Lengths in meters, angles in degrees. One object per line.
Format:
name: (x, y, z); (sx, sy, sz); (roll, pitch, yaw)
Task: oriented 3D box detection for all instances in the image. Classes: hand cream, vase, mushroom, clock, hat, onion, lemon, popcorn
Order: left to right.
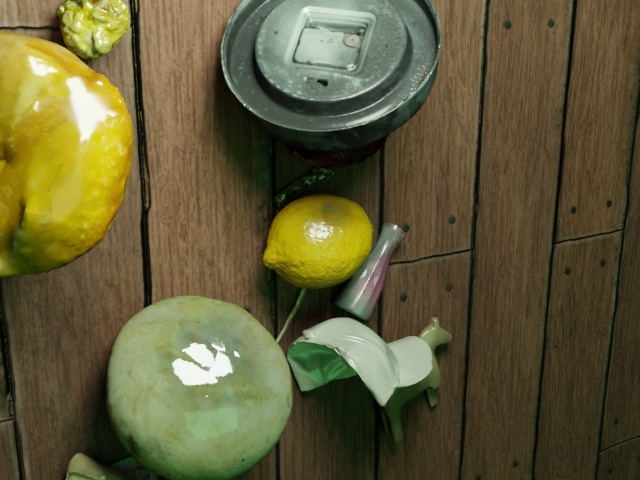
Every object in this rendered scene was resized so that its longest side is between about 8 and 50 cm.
popcorn: (-0.368, -0.355, 1.339); (0.106, 0.116, 0.121); (44, 79, -15)
hand cream: (-0.362, 0.559, 1.671); (0.079, 0.050, 0.275); (-28, 115, -51)
mushroom: (-0.225, 0.270, 1.512); (0.352, 0.260, 0.352); (11, 60, -19)
mushroom: (-0.050, 0.129, 1.744); (0.026, 0.028, 0.286); (32, 85, 8)
lemon: (0.000, 0.000, 1.634); (0.256, 0.188, 0.188); (-20, 114, -29)
clock: (0.020, -0.327, 1.447); (0.386, 0.386, 0.076); (-42, 154, -14)
onion: (0.044, -0.249, 1.564); (0.252, 0.219, 0.252); (-13, 119, -24)
hat: (0.099, 0.231, 1.757); (0.301, 0.257, 0.168); (-14, 99, -40)
vase: (0.113, 0.065, 1.791); (0.086, 0.086, 0.214); (34, 81, -34)

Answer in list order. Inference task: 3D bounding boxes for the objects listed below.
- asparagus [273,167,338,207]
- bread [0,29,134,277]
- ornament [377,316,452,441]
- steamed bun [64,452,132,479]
asparagus: (-0.023, -0.118, 1.676); (0.165, 0.030, 0.036); (-32, 95, -18)
bread: (-0.442, -0.118, 1.220); (0.250, 0.394, 0.361); (9, 97, -49)
ornament: (0.227, 0.317, 1.946); (0.230, 0.061, 0.245); (-27, 120, -25)
steamed bun: (-0.377, 0.525, 1.580); (0.110, 0.212, 0.231); (-43, 140, -67)
